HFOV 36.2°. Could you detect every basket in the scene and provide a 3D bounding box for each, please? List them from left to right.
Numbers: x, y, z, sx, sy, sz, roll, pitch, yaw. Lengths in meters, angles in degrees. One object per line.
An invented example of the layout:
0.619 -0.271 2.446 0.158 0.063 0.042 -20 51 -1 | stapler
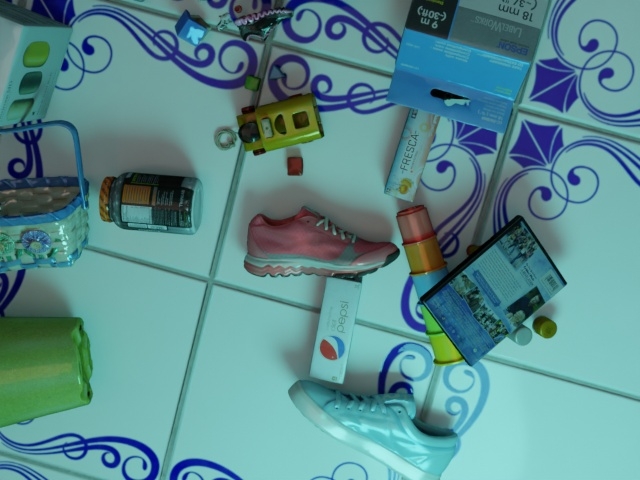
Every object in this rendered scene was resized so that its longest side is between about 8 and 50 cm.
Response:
-0.573 -0.088 1.919 0.254 0.201 0.289 -6 111 7 | basket

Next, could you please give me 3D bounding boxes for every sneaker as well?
-0.106 -0.418 1.904 0.119 0.047 0.057 -11 106 15 | sneaker
0.000 0.000 1.935 0.313 0.116 0.136 -1 99 5 | sneaker
0.114 0.353 1.992 0.365 0.135 0.150 31 95 -11 | sneaker

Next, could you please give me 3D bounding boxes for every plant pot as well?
-0.598 0.259 1.977 0.253 0.276 0.276 -6 100 -6 | plant pot

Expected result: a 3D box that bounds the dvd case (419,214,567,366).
0.332 0.096 1.869 0.253 0.022 0.180 -40 111 -5 | dvd case

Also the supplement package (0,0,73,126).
-0.626 -0.345 1.846 0.198 0.263 0.199 21 102 1 | supplement package

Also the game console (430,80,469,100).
0.238 -0.324 1.885 0.107 0.071 0.122 -3 84 -33 | game console

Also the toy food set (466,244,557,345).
0.362 0.116 1.953 0.111 0.104 0.232 -47 112 -2 | toy food set

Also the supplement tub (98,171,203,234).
-0.335 -0.075 1.947 0.190 0.117 0.117 5 101 4 | supplement tub

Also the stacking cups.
0.229 0.086 1.943 0.096 0.096 0.316 -15 98 7 | stacking cups

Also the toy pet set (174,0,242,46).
-0.234 -0.443 1.885 0.122 0.065 0.114 44 114 10 | toy pet set

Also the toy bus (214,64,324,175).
-0.092 -0.223 1.906 0.191 0.104 0.202 30 101 -1 | toy bus

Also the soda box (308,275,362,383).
0.031 0.174 1.988 0.073 0.069 0.216 11 101 3 | soda box

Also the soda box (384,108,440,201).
0.179 -0.171 1.916 0.062 0.058 0.183 18 101 2 | soda box

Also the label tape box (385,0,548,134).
0.279 -0.393 1.798 0.240 0.106 0.334 16 85 2 | label tape box
